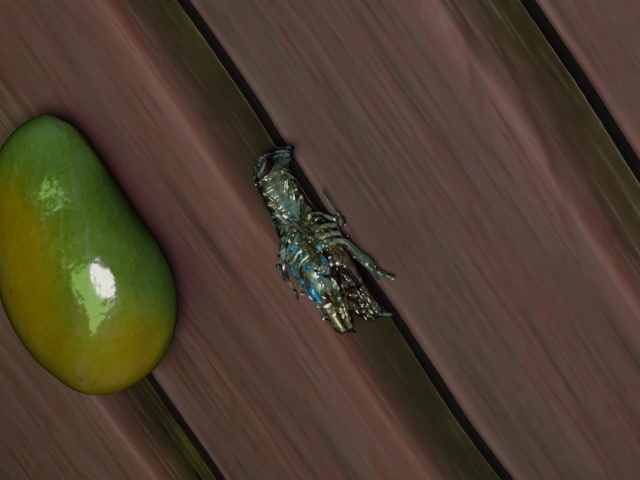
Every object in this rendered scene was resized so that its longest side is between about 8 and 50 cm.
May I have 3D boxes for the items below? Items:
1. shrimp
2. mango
[{"bbox_3d":[-0.002,-0.001,1.319,0.082,0.076,0.174,-30,94,-14],"label":"shrimp"},{"bbox_3d":[-0.220,0.016,1.366,0.156,0.114,0.251,-18,103,33],"label":"mango"}]
